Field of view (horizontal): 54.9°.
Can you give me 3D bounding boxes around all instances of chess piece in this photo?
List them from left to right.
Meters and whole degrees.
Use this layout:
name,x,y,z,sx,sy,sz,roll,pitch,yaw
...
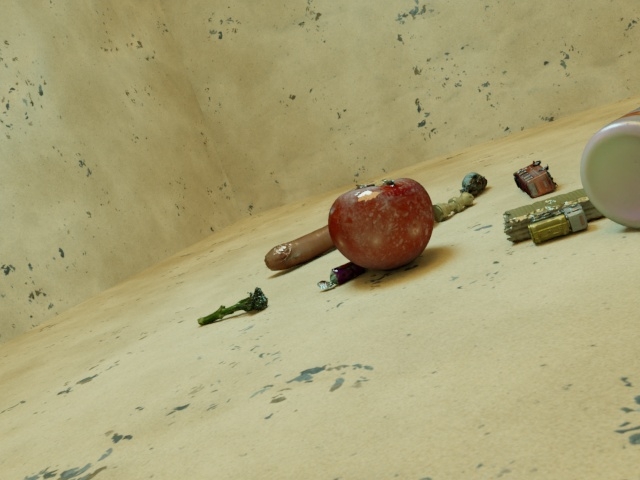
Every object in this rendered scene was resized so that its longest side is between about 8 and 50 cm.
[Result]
name,x,y,z,sx,sy,sz,roll,pitch,yaw
chess piece,0.424,-0.112,1.950,0.172,0.060,0.060,-23,9,-31

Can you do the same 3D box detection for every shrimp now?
name,x,y,z,sx,sy,sz,roll,pitch,yaw
shrimp,0.516,-0.182,2.116,0.233,0.079,0.090,-38,-16,-55

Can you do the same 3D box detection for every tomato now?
name,x,y,z,sx,sy,sz,roll,pitch,yaw
tomato,0.153,-0.037,1.547,0.270,0.227,0.270,-11,4,1

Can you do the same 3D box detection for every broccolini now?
name,x,y,z,sx,sy,sz,roll,pitch,yaw
broccolini,-0.240,0.193,1.660,0.216,0.058,0.067,-25,-34,16

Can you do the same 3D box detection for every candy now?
name,x,y,z,sx,sy,sz,roll,pitch,yaw
candy,0.071,0.081,1.613,0.175,0.043,0.045,-24,20,-24

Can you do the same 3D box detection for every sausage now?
name,x,y,z,sx,sy,sz,roll,pitch,yaw
sausage,0.000,0.000,2.075,0.419,0.094,0.094,-25,14,-27

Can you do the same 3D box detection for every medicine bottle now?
name,x,y,z,sx,sy,sz,roll,pitch,yaw
medicine bottle,0.720,-0.186,1.238,0.388,0.219,0.219,-25,10,-30

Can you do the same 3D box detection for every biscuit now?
name,x,y,z,sx,sy,sz,roll,pitch,yaw
biscuit,0.531,-0.062,1.401,0.239,0.061,0.108,-18,9,14

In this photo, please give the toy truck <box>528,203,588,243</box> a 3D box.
name,x,y,z,sx,sy,sz,roll,pitch,yaw
toy truck,0.507,-0.033,1.321,0.123,0.052,0.063,-19,14,15

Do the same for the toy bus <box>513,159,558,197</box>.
name,x,y,z,sx,sy,sz,roll,pitch,yaw
toy bus,0.645,-0.185,1.857,0.096,0.073,0.235,-25,9,13
